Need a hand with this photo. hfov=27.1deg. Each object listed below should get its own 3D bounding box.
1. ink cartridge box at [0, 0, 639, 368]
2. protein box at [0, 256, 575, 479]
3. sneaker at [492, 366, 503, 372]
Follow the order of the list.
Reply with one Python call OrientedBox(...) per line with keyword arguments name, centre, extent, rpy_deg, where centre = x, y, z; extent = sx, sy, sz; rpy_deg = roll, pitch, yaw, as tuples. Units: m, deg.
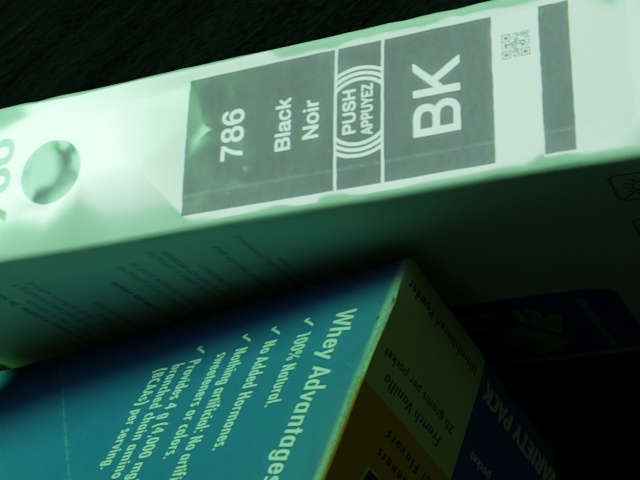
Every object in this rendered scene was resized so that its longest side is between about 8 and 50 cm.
OrientedBox(name="ink cartridge box", centre=(0.000, 0.000, 0.448), extent=(0.332, 0.165, 0.065), rpy_deg=(-10, 66, 21))
OrientedBox(name="protein box", centre=(-0.046, 0.138, 0.397), extent=(0.201, 0.136, 0.200), rpy_deg=(-17, 33, 36))
OrientedBox(name="sneaker", centre=(0.080, 0.006, 0.559), extent=(0.188, 0.066, 0.071), rpy_deg=(-36, 0, 9))
